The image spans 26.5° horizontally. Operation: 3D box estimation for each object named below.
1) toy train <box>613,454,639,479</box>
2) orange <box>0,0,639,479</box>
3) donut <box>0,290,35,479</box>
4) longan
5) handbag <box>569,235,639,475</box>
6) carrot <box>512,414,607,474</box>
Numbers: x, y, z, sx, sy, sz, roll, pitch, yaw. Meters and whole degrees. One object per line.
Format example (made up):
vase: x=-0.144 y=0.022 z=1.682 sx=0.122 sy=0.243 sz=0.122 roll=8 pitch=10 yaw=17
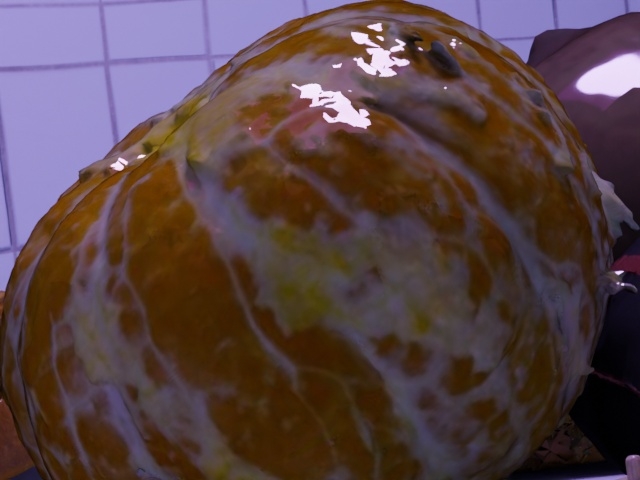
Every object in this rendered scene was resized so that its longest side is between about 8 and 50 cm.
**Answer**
toy train: x=0.135 y=0.116 z=0.508 sx=0.138 sy=0.087 sz=0.050 roll=-7 pitch=-1 yaw=-38
orange: x=-0.005 y=0.030 z=0.698 sx=0.329 sy=0.249 sz=0.329 roll=-38 pitch=8 yaw=6
donut: x=-0.281 y=0.113 z=1.015 sx=0.226 sy=0.114 sz=0.226 roll=-12 pitch=13 yaw=3
longan: x=0.206 y=-0.014 z=0.956 sx=0.297 sy=0.297 sz=0.297 roll=-6 pitch=2 yaw=0
handbag: x=0.243 y=0.043 z=0.718 sx=0.215 sy=0.155 sz=0.169 roll=-44 pitch=17 yaw=-12
carrot: x=0.094 y=0.121 z=0.847 sx=0.228 sy=0.069 sz=0.069 roll=-6 pitch=2 yaw=2
